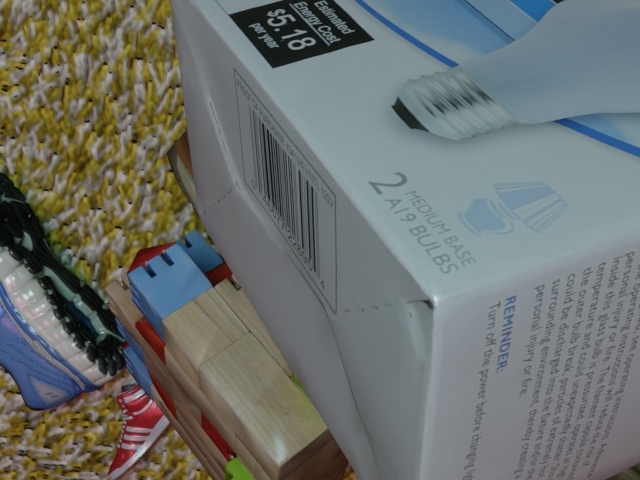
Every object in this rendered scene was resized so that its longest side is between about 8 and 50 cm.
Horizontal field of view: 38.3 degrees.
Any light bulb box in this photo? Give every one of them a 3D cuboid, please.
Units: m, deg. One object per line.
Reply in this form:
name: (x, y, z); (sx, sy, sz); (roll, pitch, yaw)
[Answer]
light bulb box: (0.133, -0.048, 0.619); (0.361, 0.358, 0.225); (-19, 135, -19)

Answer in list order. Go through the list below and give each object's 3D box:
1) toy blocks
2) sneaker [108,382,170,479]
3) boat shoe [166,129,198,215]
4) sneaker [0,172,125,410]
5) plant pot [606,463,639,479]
toy blocks: (-0.088, 0.115, 0.829); (0.190, 0.381, 0.261); (-34, 69, -22)
sneaker: (-0.205, 0.199, 0.993); (0.067, 0.042, 0.118); (40, 98, -1)
boat shoe: (0.000, 0.000, 0.880); (0.120, 0.122, 0.324); (-44, 97, 11)
sneaker: (-0.355, 0.042, 0.955); (0.147, 0.130, 0.330); (-36, 91, 14)
plant pot: (0.433, 0.209, 0.727); (0.334, 0.334, 0.305); (-41, 100, 16)
